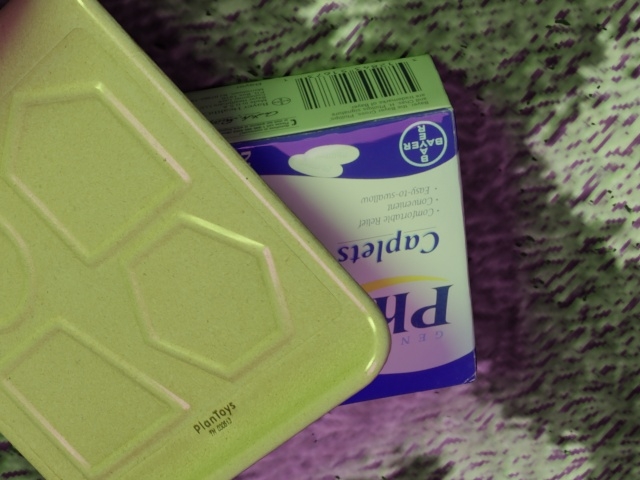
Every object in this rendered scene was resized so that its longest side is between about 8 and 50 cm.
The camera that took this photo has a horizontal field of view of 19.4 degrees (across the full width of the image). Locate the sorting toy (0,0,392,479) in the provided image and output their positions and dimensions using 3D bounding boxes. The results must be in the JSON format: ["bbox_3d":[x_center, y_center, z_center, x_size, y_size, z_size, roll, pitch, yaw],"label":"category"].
[{"bbox_3d":[-0.094,0.012,0.786,0.193,0.038,0.208,-38,94,33],"label":"sorting toy"}]

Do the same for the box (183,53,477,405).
[{"bbox_3d":[0.000,0.000,0.831,0.126,0.072,0.137,-10,117,-3],"label":"box"}]
